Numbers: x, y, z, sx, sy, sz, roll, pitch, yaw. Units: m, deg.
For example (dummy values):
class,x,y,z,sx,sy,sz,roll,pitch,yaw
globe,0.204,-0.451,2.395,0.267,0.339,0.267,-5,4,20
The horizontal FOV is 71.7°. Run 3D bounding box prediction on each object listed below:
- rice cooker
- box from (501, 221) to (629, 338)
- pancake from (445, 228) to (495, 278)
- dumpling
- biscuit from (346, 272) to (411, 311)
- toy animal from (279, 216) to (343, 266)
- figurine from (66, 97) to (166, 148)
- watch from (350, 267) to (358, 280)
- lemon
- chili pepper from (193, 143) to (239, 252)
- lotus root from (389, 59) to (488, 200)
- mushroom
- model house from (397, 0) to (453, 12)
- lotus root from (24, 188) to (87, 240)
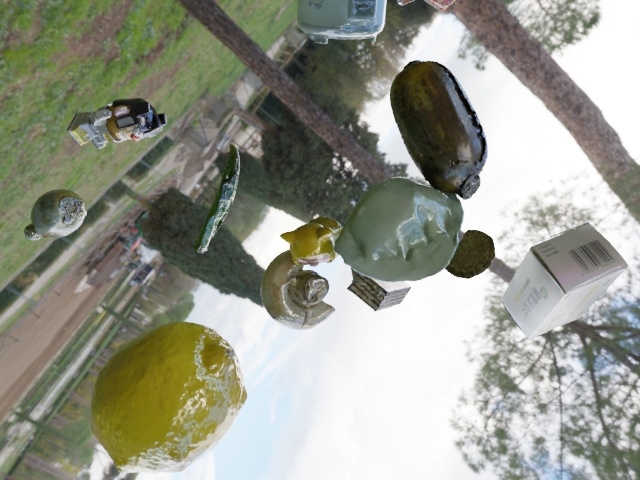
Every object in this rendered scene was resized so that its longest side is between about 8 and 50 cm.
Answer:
class,x,y,z,sx,sy,sz,roll,pitch,yaw
rice cooker,0.060,-0.691,1.173,0.316,0.317,0.264,-50,-143,11
box,0.619,0.118,1.165,0.173,0.332,0.145,-20,-122,-5
pancake,0.627,0.059,1.880,0.235,0.029,0.211,-28,-126,22
dumpling,0.219,-0.035,1.182,0.320,0.270,0.212,-55,179,5
biscuit,0.175,0.138,1.280,0.070,0.106,0.252,-57,156,14
toy animal,-0.005,0.001,1.263,0.156,0.156,0.230,-49,168,13
figurine,-0.671,-0.397,1.488,0.309,0.143,0.308,-15,-161,5
watch,0.212,0.107,1.738,0.162,0.253,0.241,-13,171,-6
lemon,-0.249,0.255,0.736,0.288,0.233,0.233,-34,-160,22
chili pepper,-0.314,-0.123,1.384,0.085,0.077,0.358,-78,-166,-71
lotus root,0.314,-0.293,1.177,0.196,0.397,0.179,-24,172,-6
mushroom,-0.076,0.166,1.331,0.189,0.253,0.195,-39,-166,-19
model house,0.256,-0.606,0.957,0.207,0.153,0.294,3,-172,39
lotus root,-0.523,-0.047,0.876,0.165,0.088,0.088,-28,-154,30
